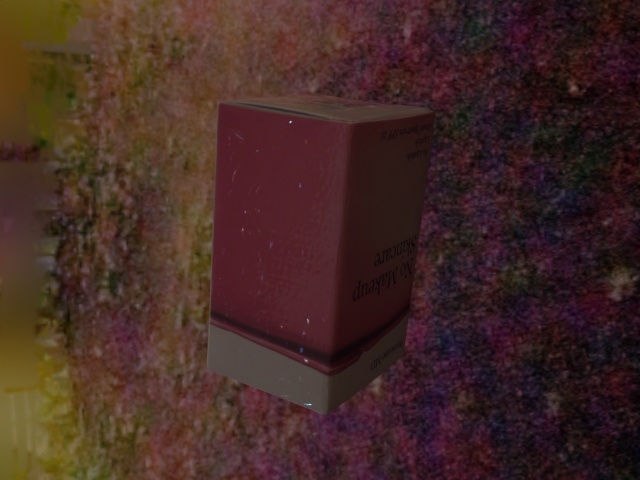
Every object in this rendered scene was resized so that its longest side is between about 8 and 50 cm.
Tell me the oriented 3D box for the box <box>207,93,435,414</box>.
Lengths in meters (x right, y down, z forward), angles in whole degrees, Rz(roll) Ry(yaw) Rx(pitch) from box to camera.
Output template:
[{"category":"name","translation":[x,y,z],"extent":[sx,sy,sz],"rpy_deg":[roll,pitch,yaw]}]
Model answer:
[{"category":"box","translation":[0.000,0.000,0.598],"extent":[0.127,0.149,0.232],"rpy_deg":[14,110,29]}]
